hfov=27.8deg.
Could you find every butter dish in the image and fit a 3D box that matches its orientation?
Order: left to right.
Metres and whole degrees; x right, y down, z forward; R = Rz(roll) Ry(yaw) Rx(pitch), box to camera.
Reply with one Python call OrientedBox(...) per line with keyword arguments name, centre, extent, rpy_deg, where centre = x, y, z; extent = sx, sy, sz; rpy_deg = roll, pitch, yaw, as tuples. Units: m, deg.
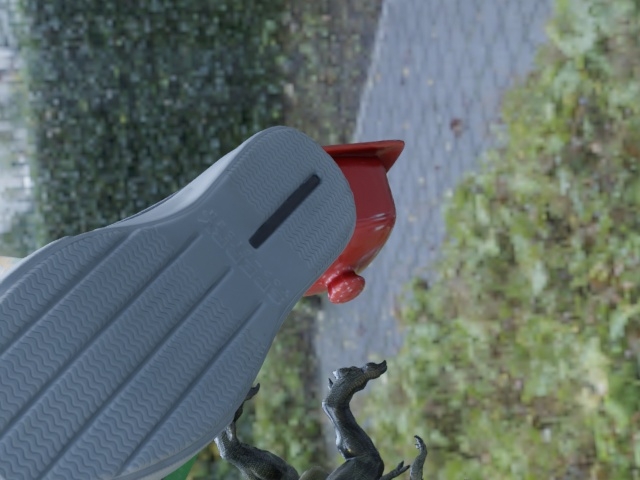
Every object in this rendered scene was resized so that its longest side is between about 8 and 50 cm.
OrientedBox(name="butter dish", centre=(0.000, 0.000, 1.107), extent=(0.160, 0.160, 0.118), rpy_deg=(-51, 58, 44))

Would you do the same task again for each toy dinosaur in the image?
OrientedBox(name="toy dinosaur", centre=(-0.006, 0.134, 0.721), extent=(0.064, 0.268, 0.118), rpy_deg=(-27, 70, 57))

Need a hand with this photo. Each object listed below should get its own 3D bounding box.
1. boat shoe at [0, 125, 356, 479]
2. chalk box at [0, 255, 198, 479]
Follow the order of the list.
OrientedBox(name="boat shoe", centre=(-0.079, 0.041, 0.599), extent=(0.094, 0.302, 0.109), rpy_deg=(-38, 91, 36))
OrientedBox(name="chalk box", centre=(-0.232, 0.158, 1.266), extent=(0.179, 0.289, 0.180), rpy_deg=(2, 64, 63))
